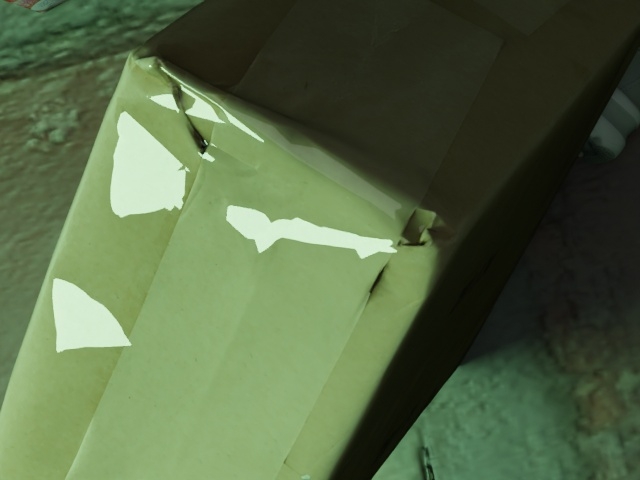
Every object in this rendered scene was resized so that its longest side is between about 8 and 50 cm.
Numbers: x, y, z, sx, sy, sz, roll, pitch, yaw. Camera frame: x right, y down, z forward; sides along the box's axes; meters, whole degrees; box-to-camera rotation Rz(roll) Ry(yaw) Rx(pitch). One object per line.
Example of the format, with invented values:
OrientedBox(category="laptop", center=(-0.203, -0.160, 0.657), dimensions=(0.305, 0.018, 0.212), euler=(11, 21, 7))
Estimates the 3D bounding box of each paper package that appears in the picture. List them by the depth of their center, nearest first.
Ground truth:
OrientedBox(category="paper package", center=(0.000, 0.000, 1.005), dimensions=(0.168, 0.325, 0.309), euler=(32, 126, 8))

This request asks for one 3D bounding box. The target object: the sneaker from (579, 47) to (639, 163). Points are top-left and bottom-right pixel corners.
OrientedBox(category="sneaker", center=(0.096, -0.172, 1.157), dimensions=(0.281, 0.105, 0.115), euler=(42, 82, 2))

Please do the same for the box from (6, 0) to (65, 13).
OrientedBox(category="box", center=(-0.196, -0.280, 1.185), dimensions=(0.123, 0.128, 0.257), euler=(-29, 85, 10))
